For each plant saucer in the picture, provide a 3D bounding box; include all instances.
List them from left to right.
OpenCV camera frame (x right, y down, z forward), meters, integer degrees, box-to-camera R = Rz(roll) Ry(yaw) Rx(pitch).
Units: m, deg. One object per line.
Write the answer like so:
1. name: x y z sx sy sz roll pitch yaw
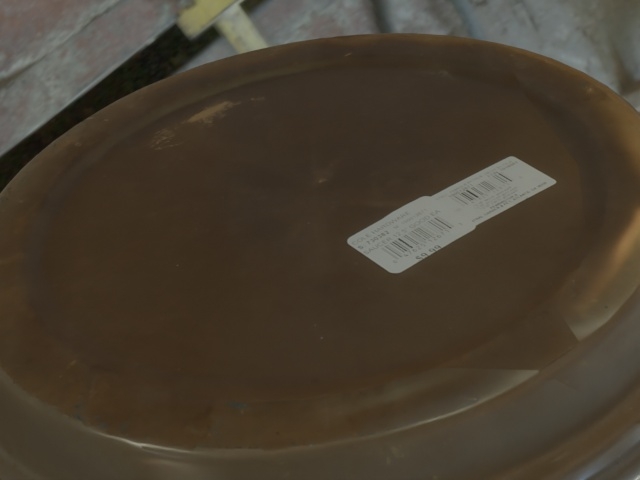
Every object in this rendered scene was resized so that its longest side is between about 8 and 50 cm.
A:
1. plant saucer: 0.000 0.000 0.432 0.278 0.278 0.041 -38 134 -34
